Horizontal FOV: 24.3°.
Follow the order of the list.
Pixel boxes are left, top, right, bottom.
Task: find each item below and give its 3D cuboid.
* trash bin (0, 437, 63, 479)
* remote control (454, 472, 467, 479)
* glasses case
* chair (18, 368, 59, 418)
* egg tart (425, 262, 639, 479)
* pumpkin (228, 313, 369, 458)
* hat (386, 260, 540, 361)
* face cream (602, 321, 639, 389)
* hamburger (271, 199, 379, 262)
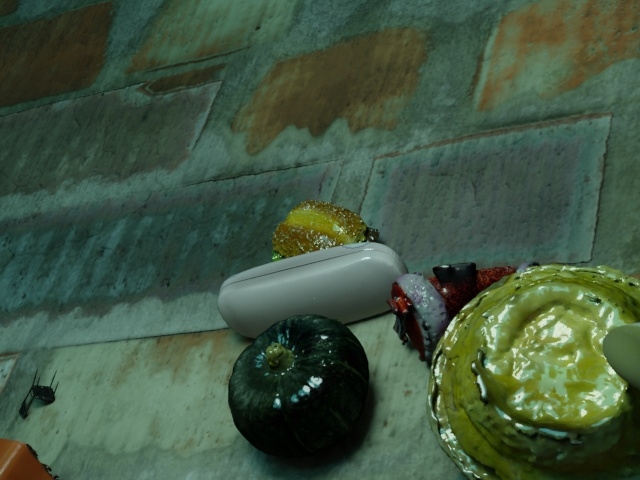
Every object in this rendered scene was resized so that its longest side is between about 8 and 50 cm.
[{"bbox_3d":[-0.487,0.406,2.137,0.184,0.161,0.239,3,47,37],"label":"trash bin"},{"bbox_3d":[0.183,0.330,1.832,0.256,0.045,0.097,-47,40,-13],"label":"remote control"},{"bbox_3d":[-0.012,0.075,2.188,0.297,0.113,0.075,-13,41,23],"label":"glasses case"},{"bbox_3d":[-0.447,0.246,2.381,0.086,0.042,0.037,-61,29,24],"label":"chair"},{"bbox_3d":[0.293,0.162,1.787,0.345,0.132,0.345,-5,62,10],"label":"egg tart"},{"bbox_3d":[-0.031,0.197,2.038,0.211,0.152,0.212,-21,52,29],"label":"pumpkin"},{"bbox_3d":[0.199,0.071,2.049,0.227,0.140,0.129,-23,48,-7],"label":"hat"},{"bbox_3d":[0.510,0.113,1.668,0.348,0.081,0.173,-8,11,-14],"label":"face cream"},{"bbox_3d":[0.000,0.000,2.281,0.166,0.087,0.137,19,61,45],"label":"hamburger"}]
